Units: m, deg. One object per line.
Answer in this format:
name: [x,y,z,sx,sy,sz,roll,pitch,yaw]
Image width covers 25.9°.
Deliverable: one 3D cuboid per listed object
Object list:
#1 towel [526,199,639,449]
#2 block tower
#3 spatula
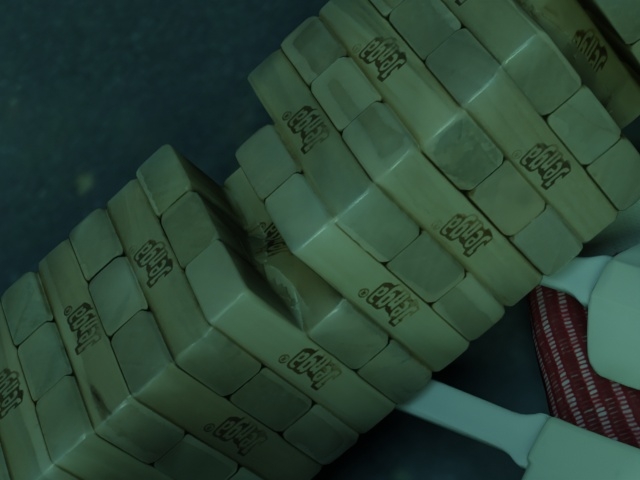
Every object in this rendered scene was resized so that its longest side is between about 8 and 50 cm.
towel: [0.200,0.081,0.409,0.237,0.037,0.329,-20,48,12]
block tower: [0.000,0.000,0.481,0.335,0.091,0.097,-41,42,9]
spatula: [0.043,0.055,0.488,0.242,0.019,0.168,19,74,46]
